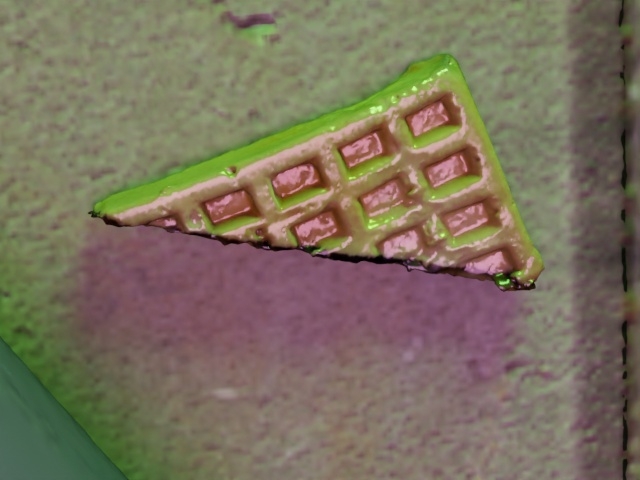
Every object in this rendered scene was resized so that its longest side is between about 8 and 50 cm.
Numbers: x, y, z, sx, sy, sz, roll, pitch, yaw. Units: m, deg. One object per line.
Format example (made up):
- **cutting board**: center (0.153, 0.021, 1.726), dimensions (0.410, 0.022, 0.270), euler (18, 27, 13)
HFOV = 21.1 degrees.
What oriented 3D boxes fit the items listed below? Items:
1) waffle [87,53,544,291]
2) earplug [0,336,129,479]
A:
- **waffle**: center (0.000, 0.000, 0.647), dimensions (0.153, 0.023, 0.097), euler (-22, 106, -3)
- **earplug**: center (-0.166, 0.105, 0.565), dimensions (0.215, 0.215, 0.456), euler (-41, 110, 4)
